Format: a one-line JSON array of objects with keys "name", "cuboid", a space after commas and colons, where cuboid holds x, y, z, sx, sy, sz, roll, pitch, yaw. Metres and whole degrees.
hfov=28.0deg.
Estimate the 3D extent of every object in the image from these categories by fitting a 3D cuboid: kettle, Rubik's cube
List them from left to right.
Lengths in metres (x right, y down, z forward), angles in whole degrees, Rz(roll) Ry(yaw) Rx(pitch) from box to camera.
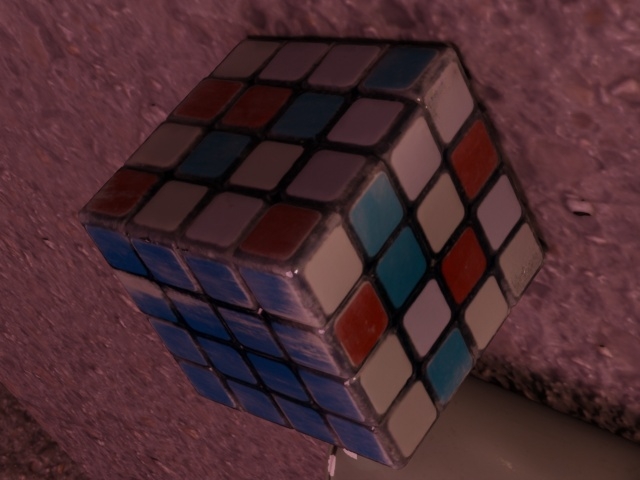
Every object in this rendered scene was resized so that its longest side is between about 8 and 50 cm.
[{"name": "Rubik's cube", "cuboid": [-0.001, 0.000, 1.104, 0.259, 0.253, 0.256, 14, 144, 41]}, {"name": "kettle", "cuboid": [0.201, 0.252, 1.365, 0.318, 0.265, 0.205, 20, 117, 30]}]
